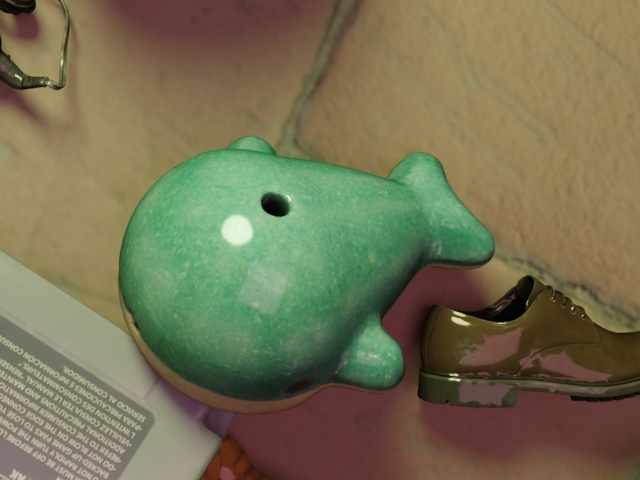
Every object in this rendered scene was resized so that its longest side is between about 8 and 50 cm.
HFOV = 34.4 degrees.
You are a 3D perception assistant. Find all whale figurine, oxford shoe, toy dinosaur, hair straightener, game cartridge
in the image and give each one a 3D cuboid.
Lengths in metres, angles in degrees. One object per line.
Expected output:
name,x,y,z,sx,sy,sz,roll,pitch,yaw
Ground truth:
whale figurine,0.000,0.000,0.697,0.272,0.141,0.216,-19,63,-25
oxford shoe,0.189,0.075,0.802,0.227,0.083,0.096,0,93,-15
toy dinosaur,-0.095,0.153,0.765,0.112,0.064,0.211,-42,92,-18
hair straightener,-0.244,-0.192,0.678,0.089,0.047,0.230,-45,99,-5
game cartridge,-0.225,0.114,0.676,0.294,0.060,0.196,35,68,-6
